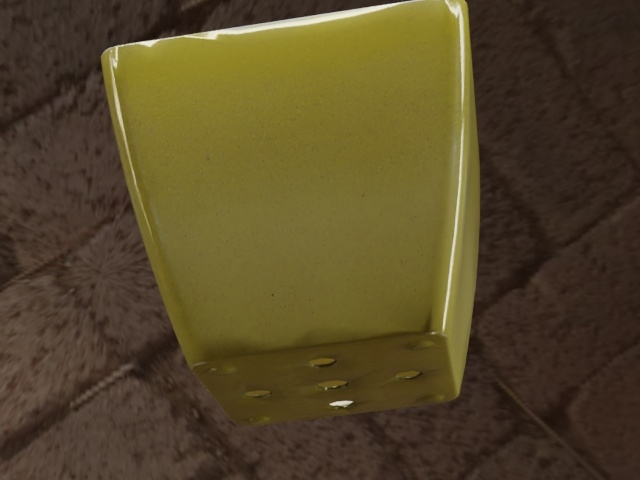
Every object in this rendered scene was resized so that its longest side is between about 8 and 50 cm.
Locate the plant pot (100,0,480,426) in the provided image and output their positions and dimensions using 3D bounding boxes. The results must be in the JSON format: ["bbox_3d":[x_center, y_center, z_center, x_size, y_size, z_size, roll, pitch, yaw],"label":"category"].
[{"bbox_3d":[0.000,0.000,0.851,0.212,0.212,0.187,-8,68,5],"label":"plant pot"}]
